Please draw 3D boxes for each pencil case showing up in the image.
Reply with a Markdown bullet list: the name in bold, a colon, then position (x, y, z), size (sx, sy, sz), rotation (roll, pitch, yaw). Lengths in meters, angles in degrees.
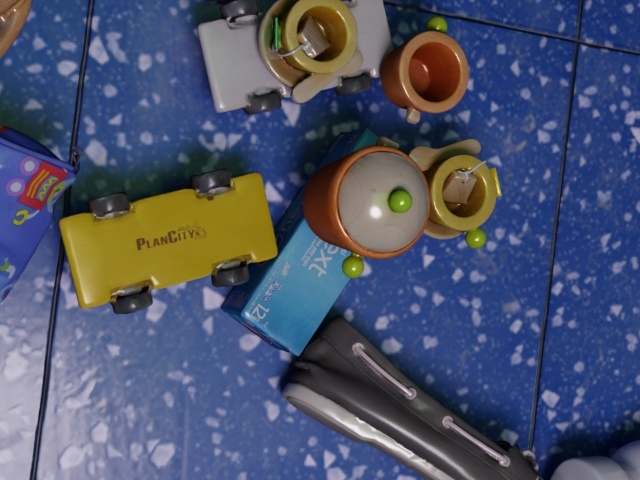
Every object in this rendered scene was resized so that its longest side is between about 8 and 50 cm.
- **pencil case**: position (-0.304, 0.043, 0.973), size (0.119, 0.133, 0.306), rotation (24, 91, 13)

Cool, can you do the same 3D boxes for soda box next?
- **soda box**: position (0.000, 0.000, 1.126), size (0.071, 0.067, 0.210), rotation (37, 79, -18)

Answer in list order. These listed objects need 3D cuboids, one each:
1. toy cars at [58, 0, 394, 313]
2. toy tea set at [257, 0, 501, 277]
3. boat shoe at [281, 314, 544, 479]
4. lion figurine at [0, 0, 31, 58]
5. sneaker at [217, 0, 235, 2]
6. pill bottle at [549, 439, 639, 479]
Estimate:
- **toy cars**: position (-0.086, -0.087, 1.088), size (0.176, 0.087, 0.394), rotation (38, 75, -21)
- **toy tea set**: position (0.063, -0.137, 1.039), size (0.200, 0.124, 0.336), rotation (-19, 99, -24)
- **boat shoe**: position (0.125, 0.187, 1.135), size (0.335, 0.112, 0.096), rotation (31, 78, -5)
- **lion figurine**: position (-0.337, -0.281, 0.979), size (0.240, 0.142, 0.392), rotation (-37, 117, -23)
- **sneaker**: position (-0.130, -0.281, 1.074), size (0.178, 0.072, 0.077), rotation (26, 72, -24)
- **pill bottle**: position (0.380, 0.279, 1.222), size (0.278, 0.162, 0.162), rotation (1, 91, -19)
